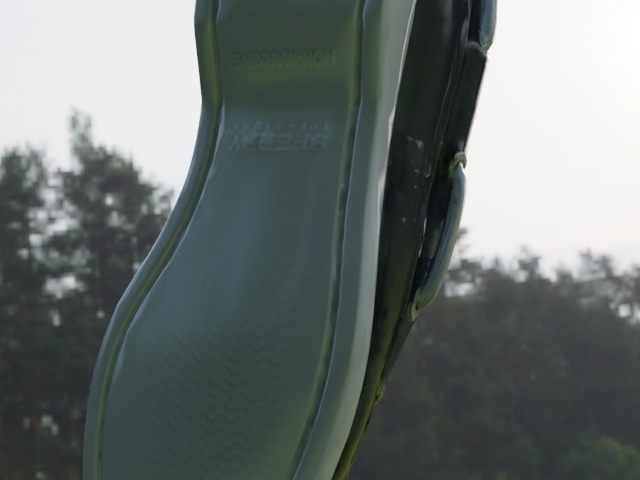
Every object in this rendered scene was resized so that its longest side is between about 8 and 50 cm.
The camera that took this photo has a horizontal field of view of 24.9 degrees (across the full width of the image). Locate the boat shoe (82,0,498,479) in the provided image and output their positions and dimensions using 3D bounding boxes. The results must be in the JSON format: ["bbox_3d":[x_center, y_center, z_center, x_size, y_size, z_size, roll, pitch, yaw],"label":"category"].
[{"bbox_3d":[0.000,0.000,0.507,0.114,0.302,0.091,16,1,37],"label":"boat shoe"}]
